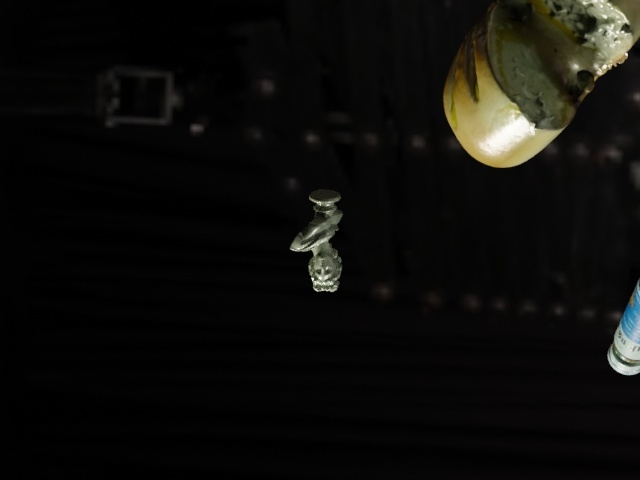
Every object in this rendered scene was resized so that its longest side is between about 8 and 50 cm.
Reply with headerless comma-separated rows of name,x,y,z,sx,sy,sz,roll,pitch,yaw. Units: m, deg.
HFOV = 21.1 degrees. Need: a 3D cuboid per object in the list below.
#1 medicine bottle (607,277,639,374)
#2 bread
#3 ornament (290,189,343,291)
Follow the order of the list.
medicine bottle,0.365,0.093,1.937,0.191,0.051,0.051,94,-168,-61
bread,0.269,-0.241,2.029,0.333,0.160,0.333,-51,1,2
ornament,0.000,-0.004,1.633,0.068,0.041,0.092,-56,-35,-31
